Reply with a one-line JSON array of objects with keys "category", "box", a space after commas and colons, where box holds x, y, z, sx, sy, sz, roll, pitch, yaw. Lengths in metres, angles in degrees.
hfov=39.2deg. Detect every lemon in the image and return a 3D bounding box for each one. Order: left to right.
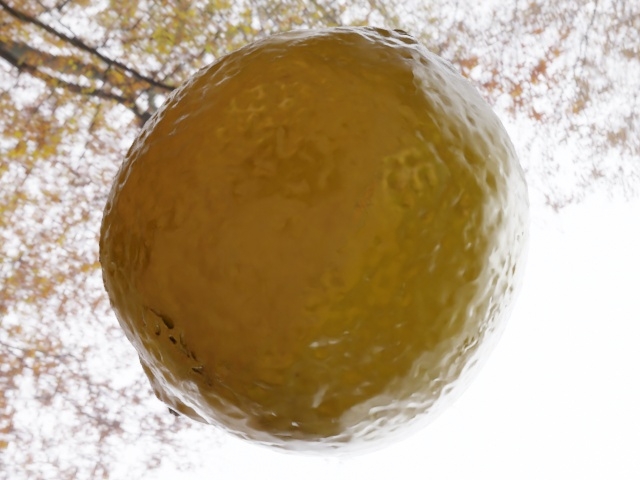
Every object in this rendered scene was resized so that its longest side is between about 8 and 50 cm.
[{"category": "lemon", "box": [-0.001, 0.001, 0.582, 0.293, 0.293, 0.293, -10, -113, 23]}]
